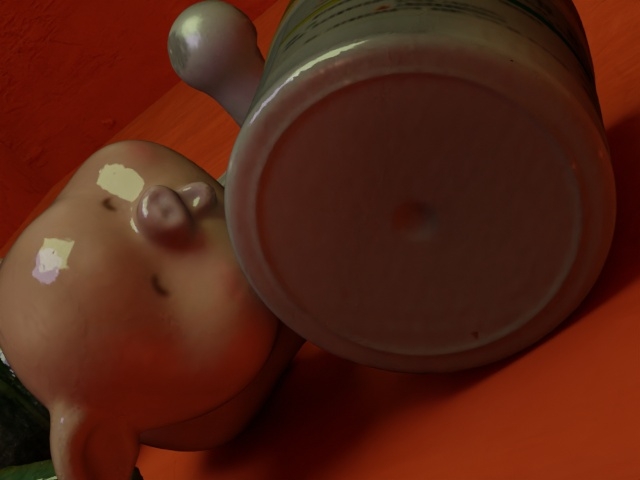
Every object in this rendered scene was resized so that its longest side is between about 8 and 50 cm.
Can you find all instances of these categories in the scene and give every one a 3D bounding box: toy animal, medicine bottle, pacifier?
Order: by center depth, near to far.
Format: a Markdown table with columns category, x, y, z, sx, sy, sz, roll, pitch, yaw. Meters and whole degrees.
| category | x | y | z | sx | sy | sz | roll | pitch | yaw |
| --- | --- | --- | --- | --- | --- | --- | --- | --- | --- |
| medicine bottle | 0.070 | -0.068 | 0.753 | 0.238 | 0.238 | 0.232 | -38 | 20 | 25 |
| toy animal | -0.121 | 0.060 | 0.854 | 0.269 | 0.237 | 0.326 | -26 | -23 | -28 |
| pacifier | -0.043 | -0.113 | 1.175 | 0.220 | 0.273 | 0.332 | -4 | -10 | -37 |

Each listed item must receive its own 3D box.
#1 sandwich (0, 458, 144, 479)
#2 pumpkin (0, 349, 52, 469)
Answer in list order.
| category | x | y | z | sx | sy | sz | roll | pitch | yaw |
| --- | --- | --- | --- | --- | --- | --- | --- | --- | --- |
| sandwich | -0.268 | 0.280 | 0.809 | 0.250 | 0.162 | 0.301 | -10 | 41 | 12 |
| pumpkin | -0.331 | 0.178 | 1.191 | 0.300 | 0.207 | 0.300 | -41 | 18 | 17 |
